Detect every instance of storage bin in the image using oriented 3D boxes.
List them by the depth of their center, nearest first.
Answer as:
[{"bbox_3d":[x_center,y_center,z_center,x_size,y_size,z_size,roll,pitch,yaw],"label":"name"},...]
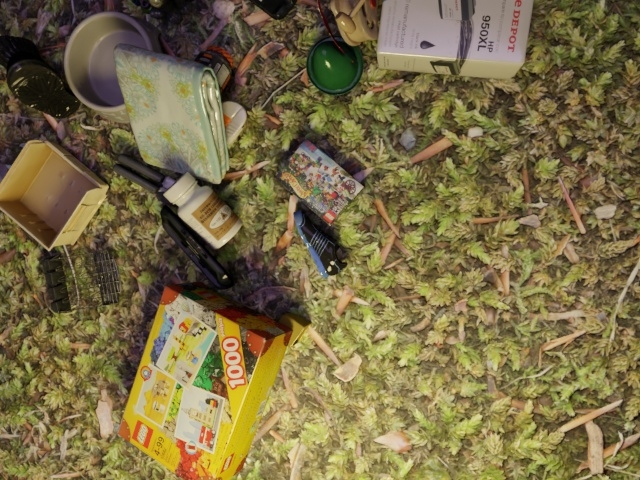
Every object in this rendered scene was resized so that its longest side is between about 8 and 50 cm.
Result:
[{"bbox_3d":[-0.885,-0.153,1.620,0.262,0.123,0.260,39,99,5],"label":"storage bin"}]

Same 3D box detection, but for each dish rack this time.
[{"bbox_3d":[-0.795,0.135,1.656,0.271,0.074,0.208,-9,94,8],"label":"dish rack"}]

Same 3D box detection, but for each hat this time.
[{"bbox_3d":[0.021,-0.538,1.415,0.173,0.183,0.208,-43,87,10],"label":"hat"}]

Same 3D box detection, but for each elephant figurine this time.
[{"bbox_3d":[-0.484,-0.761,1.452,0.185,0.239,0.170,21,97,7],"label":"elephant figurine"}]

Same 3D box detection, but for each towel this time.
[{"bbox_3d":[-0.432,-0.359,1.435,0.320,0.090,0.375,18,135,18],"label":"towel"}]

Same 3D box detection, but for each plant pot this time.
[{"bbox_3d":[-0.092,0.273,1.548,0.083,0.081,0.081,37,99,12],"label":"plant pot"}]

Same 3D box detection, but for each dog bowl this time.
[{"bbox_3d":[-0.652,-0.557,1.565,0.348,0.102,0.349,1,95,10],"label":"dog bowl"}]

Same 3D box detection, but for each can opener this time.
[{"bbox_3d":[-0.540,-0.188,1.575,0.283,0.095,0.076,29,97,-1],"label":"can opener"}]

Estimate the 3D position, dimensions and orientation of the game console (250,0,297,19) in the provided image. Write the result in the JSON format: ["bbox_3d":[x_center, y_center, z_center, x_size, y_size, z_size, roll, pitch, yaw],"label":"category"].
[{"bbox_3d":[-0.240,-0.805,1.511,0.361,0.044,0.213,39,101,5],"label":"game console"}]

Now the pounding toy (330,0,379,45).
[{"bbox_3d":[0.135,-0.648,1.363,0.154,0.154,0.270,0,59,40],"label":"pounding toy"}]

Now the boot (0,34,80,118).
[{"bbox_3d":[-0.903,-0.530,1.492,0.131,0.348,0.260,-38,91,-10],"label":"boot"}]

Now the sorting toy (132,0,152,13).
[{"bbox_3d":[-0.574,-0.775,1.565,0.061,0.042,0.102,-29,90,10],"label":"sorting toy"}]

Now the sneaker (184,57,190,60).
[{"bbox_3d":[-0.433,-0.449,1.547,0.130,0.087,0.228,30,101,4],"label":"sneaker"}]

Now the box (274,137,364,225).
[{"bbox_3d":[-0.002,-0.180,1.516,0.233,0.044,0.159,41,99,4],"label":"box"}]

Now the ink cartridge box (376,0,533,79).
[{"bbox_3d":[0.370,-0.624,1.362,0.394,0.166,0.286,8,96,8],"label":"ink cartridge box"}]

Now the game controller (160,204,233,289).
[{"bbox_3d":[-0.384,0.024,1.534,0.319,0.166,0.067,47,66,3],"label":"game controller"}]

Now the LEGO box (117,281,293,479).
[{"bbox_3d":[-0.355,0.430,1.506,0.372,0.193,0.501,22,98,20],"label":"LEGO box"}]

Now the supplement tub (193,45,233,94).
[{"bbox_3d":[-0.345,-0.487,1.487,0.116,0.117,0.190,20,69,7],"label":"supplement tub"}]

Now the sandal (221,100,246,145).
[{"bbox_3d":[-0.317,-0.337,1.546,0.102,0.076,0.265,49,121,1],"label":"sandal"}]

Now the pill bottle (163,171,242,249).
[{"bbox_3d":[-0.361,-0.093,1.502,0.131,0.131,0.229,-39,109,10],"label":"pill bottle"}]

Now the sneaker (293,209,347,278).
[{"bbox_3d":[0.000,0.000,1.516,0.090,0.081,0.232,-27,97,7],"label":"sneaker"}]
